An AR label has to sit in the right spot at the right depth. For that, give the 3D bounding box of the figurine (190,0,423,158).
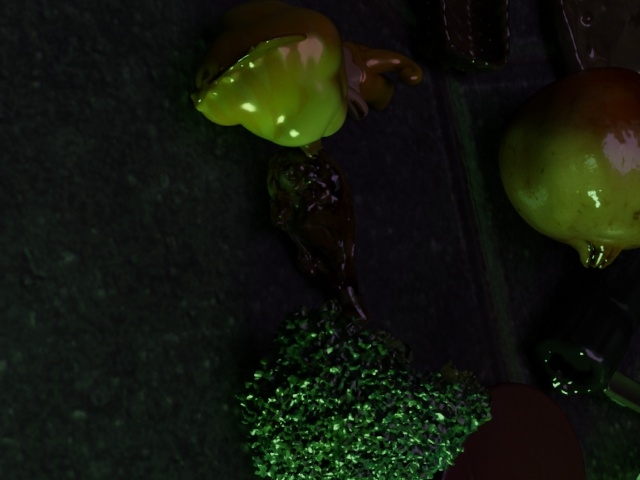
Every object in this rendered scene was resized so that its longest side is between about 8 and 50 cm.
[{"bbox_3d":[-0.014,-0.149,1.317,0.246,0.131,0.156,-13,70,-57],"label":"figurine"}]

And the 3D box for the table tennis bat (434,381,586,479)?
[{"bbox_3d":[0.166,0.247,1.436,0.310,0.038,0.200,-10,87,-44],"label":"table tennis bat"}]

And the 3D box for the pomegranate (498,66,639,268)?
[{"bbox_3d":[0.286,-0.083,1.524,0.209,0.209,0.209,12,72,-41],"label":"pomegranate"}]

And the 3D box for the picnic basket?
[{"bbox_3d":[0.144,-0.268,1.528,0.110,0.055,0.193,13,72,-39],"label":"picnic basket"}]

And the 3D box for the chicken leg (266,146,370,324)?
[{"bbox_3d":[0.000,0.000,1.330,0.093,0.070,0.178,-36,115,-42],"label":"chicken leg"}]

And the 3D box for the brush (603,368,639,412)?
[{"bbox_3d":[0.359,0.182,1.644,0.190,0.028,0.034,29,65,-43],"label":"brush"}]

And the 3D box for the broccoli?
[{"bbox_3d":[0.044,0.129,1.282,0.194,0.220,0.194,2,90,-76],"label":"broccoli"}]

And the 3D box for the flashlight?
[{"bbox_3d":[0.357,0.009,1.632,0.103,0.103,0.424,53,51,-20],"label":"flashlight"}]

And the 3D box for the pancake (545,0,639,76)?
[{"bbox_3d":[0.363,-0.273,1.739,0.295,0.049,0.294,9,75,-38],"label":"pancake"}]

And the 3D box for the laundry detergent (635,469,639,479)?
[{"bbox_3d":[0.458,0.349,1.512,0.287,0.287,0.305,32,60,-33],"label":"laundry detergent"}]
